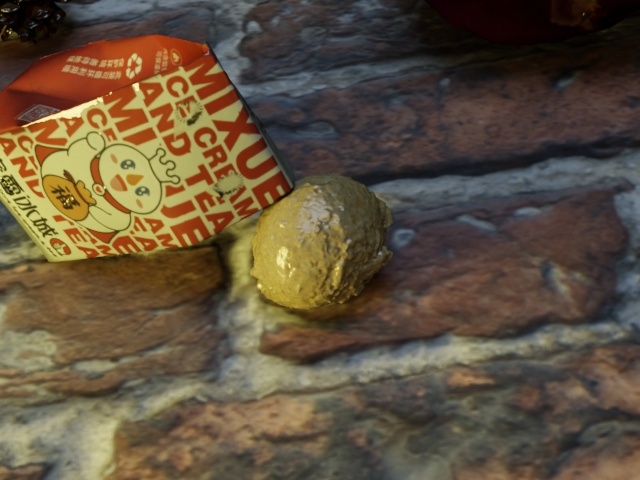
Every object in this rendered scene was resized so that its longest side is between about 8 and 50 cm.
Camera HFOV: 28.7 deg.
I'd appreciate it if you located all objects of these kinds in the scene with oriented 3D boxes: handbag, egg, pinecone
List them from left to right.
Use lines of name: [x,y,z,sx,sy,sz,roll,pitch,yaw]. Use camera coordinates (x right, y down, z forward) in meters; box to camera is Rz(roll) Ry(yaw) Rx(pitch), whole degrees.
pinecone: [-0.359,-0.298,1.495,0.140,0.121,0.140,-2,47,2]
handbag: [-0.173,-0.090,1.150,0.298,0.171,0.151,-6,38,41]
egg: [0.000,0.000,1.135,0.118,0.116,0.140,42,71,-8]

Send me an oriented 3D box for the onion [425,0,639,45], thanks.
onion: [0.249,-0.420,1.382,0.398,0.398,0.420,2,14,12]
